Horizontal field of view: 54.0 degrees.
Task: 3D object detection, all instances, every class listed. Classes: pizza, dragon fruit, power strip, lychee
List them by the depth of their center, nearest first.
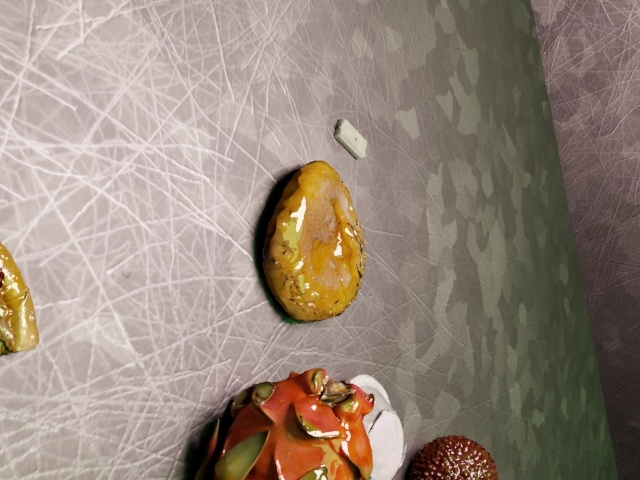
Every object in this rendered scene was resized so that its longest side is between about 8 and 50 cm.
[{"bbox_3d":[-0.351,0.068,0.554,0.194,0.069,0.154,-36,116,-50],"label":"pizza"},{"bbox_3d":[-0.036,0.285,0.840,0.224,0.224,0.226,36,64,-45],"label":"dragon fruit"},{"bbox_3d":[0.057,-0.187,1.162,0.090,0.016,0.040,38,59,-44],"label":"power strip"},{"bbox_3d":[0.259,0.481,1.244,0.188,0.188,0.187,7,81,-53],"label":"lychee"}]

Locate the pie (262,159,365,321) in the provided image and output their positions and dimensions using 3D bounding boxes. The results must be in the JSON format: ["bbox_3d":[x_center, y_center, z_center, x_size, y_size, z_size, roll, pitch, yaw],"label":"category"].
[{"bbox_3d":[0.001,0.001,1.031,0.273,0.069,0.273,-1,91,-56],"label":"pie"}]

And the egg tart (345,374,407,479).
[{"bbox_3d":[0.077,0.349,1.078,0.234,0.094,0.233,3,86,-54],"label":"egg tart"}]
